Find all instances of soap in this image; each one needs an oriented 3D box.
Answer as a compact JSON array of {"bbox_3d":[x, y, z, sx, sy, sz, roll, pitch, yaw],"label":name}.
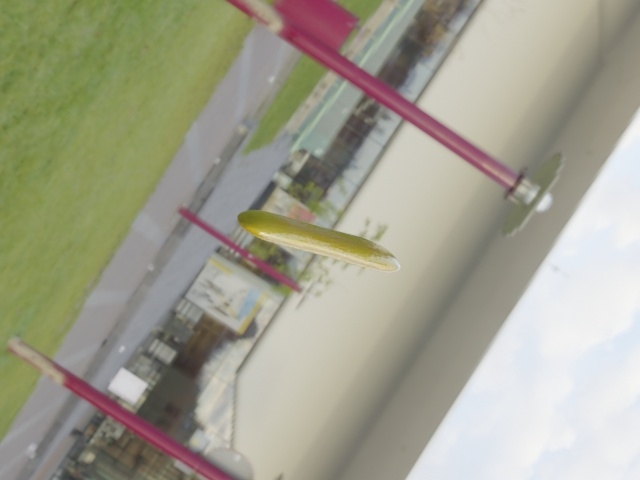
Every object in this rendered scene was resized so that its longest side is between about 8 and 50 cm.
[{"bbox_3d":[0.000,0.000,0.486,0.034,0.089,0.012,-126,-126,-65],"label":"soap"}]
